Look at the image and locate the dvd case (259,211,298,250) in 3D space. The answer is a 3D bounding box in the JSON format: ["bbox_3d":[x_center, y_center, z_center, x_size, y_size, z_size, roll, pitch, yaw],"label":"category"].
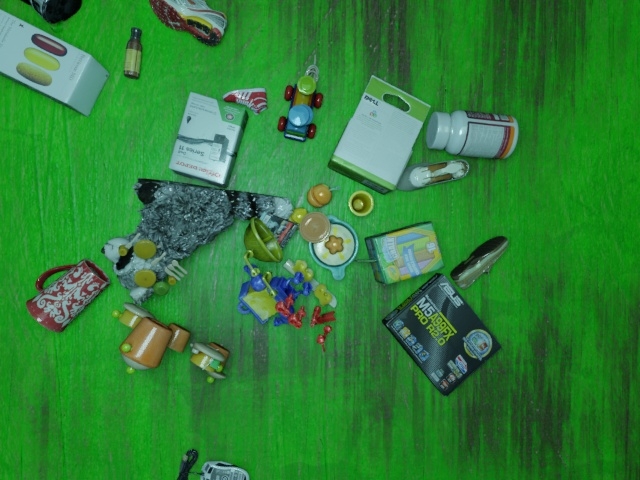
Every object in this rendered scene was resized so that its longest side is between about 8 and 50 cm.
[{"bbox_3d":[-0.121,-0.022,1.174,0.087,0.119,0.013,-55,50,15],"label":"dvd case"}]

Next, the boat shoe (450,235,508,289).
[{"bbox_3d":[0.460,0.066,1.291,0.190,0.068,0.072,-38,106,5],"label":"boat shoe"}]

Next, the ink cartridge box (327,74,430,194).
[{"bbox_3d":[0.159,-0.281,1.240,0.188,0.097,0.255,26,85,-5],"label":"ink cartridge box"}]

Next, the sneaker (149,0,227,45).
[{"bbox_3d":[-0.351,-0.604,1.205,0.225,0.088,0.093,28,67,-5],"label":"sneaker"}]

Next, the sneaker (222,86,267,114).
[{"bbox_3d":[-0.201,-0.372,1.230,0.118,0.042,0.067,-11,88,-8],"label":"sneaker"}]

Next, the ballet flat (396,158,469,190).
[{"bbox_3d":[0.311,-0.188,1.268,0.213,0.068,0.072,-13,91,-5],"label":"ballet flat"}]

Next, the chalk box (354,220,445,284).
[{"bbox_3d":[0.200,0.040,1.226,0.212,0.132,0.132,-16,92,-4],"label":"chalk box"}]

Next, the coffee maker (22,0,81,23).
[{"bbox_3d":[-0.701,-0.662,1.142,0.178,0.120,0.171,35,86,-5],"label":"coffee maker"}]

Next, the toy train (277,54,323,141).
[{"bbox_3d":[-0.040,-0.397,1.195,0.105,0.143,0.248,12,89,-6],"label":"toy train"}]

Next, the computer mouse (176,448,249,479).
[{"bbox_3d":[-0.285,0.631,1.227,0.192,0.042,0.106,12,84,0],"label":"computer mouse"}]

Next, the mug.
[{"bbox_3d":[-0.645,0.122,1.156,0.169,0.113,0.150,-43,96,-7],"label":"mug"}]

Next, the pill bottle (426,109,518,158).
[{"bbox_3d":[0.413,-0.292,1.250,0.221,0.121,0.121,5,90,-5],"label":"pill bottle"}]

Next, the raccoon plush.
[{"bbox_3d":[-0.305,0.015,1.143,0.446,0.216,0.299,8,97,-3],"label":"raccoon plush"}]

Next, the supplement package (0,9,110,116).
[{"bbox_3d":[-0.688,-0.437,1.136,0.244,0.134,0.139,25,88,-5],"label":"supplement package"}]

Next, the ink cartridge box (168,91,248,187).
[{"bbox_3d":[-0.293,-0.259,1.199,0.153,0.087,0.209,15,89,-5],"label":"ink cartridge box"}]

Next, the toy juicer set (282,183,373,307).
[{"bbox_3d":[0.000,0.000,1.227,0.209,0.089,0.329,19,89,-6],"label":"toy juicer set"}]

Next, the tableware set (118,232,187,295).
[{"bbox_3d":[-0.392,0.058,1.045,0.104,0.024,0.154,-43,117,4],"label":"tableware set"}]

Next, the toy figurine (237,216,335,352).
[{"bbox_3d":[-0.147,0.141,1.148,0.217,0.191,0.363,-23,122,26],"label":"toy figurine"}]

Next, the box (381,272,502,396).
[{"bbox_3d":[0.338,0.261,1.275,0.216,0.060,0.270,-39,94,-4],"label":"box"}]

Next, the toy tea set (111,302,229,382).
[{"bbox_3d":[-0.356,0.281,1.105,0.336,0.200,0.124,36,77,-31],"label":"toy tea set"}]

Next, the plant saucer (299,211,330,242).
[{"bbox_3d":[-0.015,-0.035,1.193,0.083,0.013,0.084,-2,82,11],"label":"plant saucer"}]

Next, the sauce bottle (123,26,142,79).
[{"bbox_3d":[-0.493,-0.495,1.202,0.042,0.042,0.128,8,88,-6],"label":"sauce bottle"}]
